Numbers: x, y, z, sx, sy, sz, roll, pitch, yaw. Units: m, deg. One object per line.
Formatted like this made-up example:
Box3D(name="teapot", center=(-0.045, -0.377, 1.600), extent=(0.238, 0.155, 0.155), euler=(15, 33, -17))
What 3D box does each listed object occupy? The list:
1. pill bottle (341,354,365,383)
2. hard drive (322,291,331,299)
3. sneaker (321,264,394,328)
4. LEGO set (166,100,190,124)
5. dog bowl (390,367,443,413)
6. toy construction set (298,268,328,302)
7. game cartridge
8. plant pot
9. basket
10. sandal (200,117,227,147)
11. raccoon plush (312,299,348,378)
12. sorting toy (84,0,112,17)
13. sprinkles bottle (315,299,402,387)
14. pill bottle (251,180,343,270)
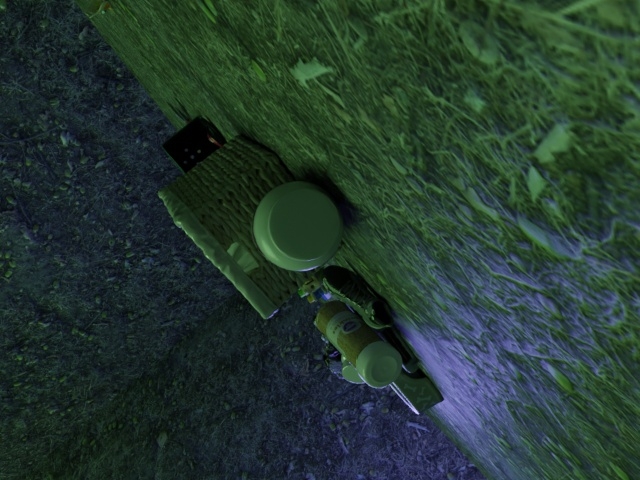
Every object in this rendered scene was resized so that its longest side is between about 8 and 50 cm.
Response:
Box3D(name="pill bottle", center=(0.132, 0.362, 2.029), extent=(0.119, 0.119, 0.209), euler=(53, -150, -29))
Box3D(name="hard drive", center=(-0.080, 0.134, 2.898), extent=(0.210, 0.040, 0.319), euler=(41, 170, 49))
Box3D(name="sneaker", center=(0.108, 0.144, 1.575), extent=(0.228, 0.086, 0.132), euler=(40, 170, -9))
Box3D(name="LEGO set", center=(-0.479, -0.434, 2.356), extent=(0.244, 0.060, 0.182), euler=(51, -176, 17))
Box3D(name="dog bowl", center=(0.279, 0.468, 2.168), extent=(0.349, 0.102, 0.349), euler=(48, 173, 8))
Box3D(name="toy construction set", center=(-0.093, 0.090, 2.325), extent=(0.327, 0.151, 0.215), euler=(43, -179, 5))
Box3D(name="game cartridge", center=(0.186, 0.274, 1.887), extent=(0.198, 0.062, 0.297), euler=(34, 164, 52))
Box3D(name="plant pot", center=(-0.445, -0.309, 2.149), extent=(0.165, 0.165, 0.234), euler=(50, 170, -11))
Box3D(name="basket", center=(-0.174, -0.047, 1.479), extent=(0.328, 0.266, 0.331), euler=(52, 174, -27))
Box3D(name="sandal", center=(-0.327, -0.314, 1.941), extent=(0.179, 0.040, 0.067), euler=(53, 172, -34))
Box3D(name="raccoon plush", center=(0.158, 0.442, 2.487), extent=(0.446, 0.216, 0.299), euler=(43, -167, -15))
Box3D(name="sorting toy", center=(-0.694, -0.721, 1.888), extent=(0.083, 0.075, 0.045), euler=(45, 172, 35))
Box3D(name="sprinkles bottle", center=(0.103, 0.293, 1.776), extent=(0.121, 0.121, 0.355), euler=(52, 173, -27))
Box3D(name="pill bottle", center=(-0.047, -0.026, 1.177), extent=(0.169, 0.169, 0.301), euler=(50, 174, -5))
